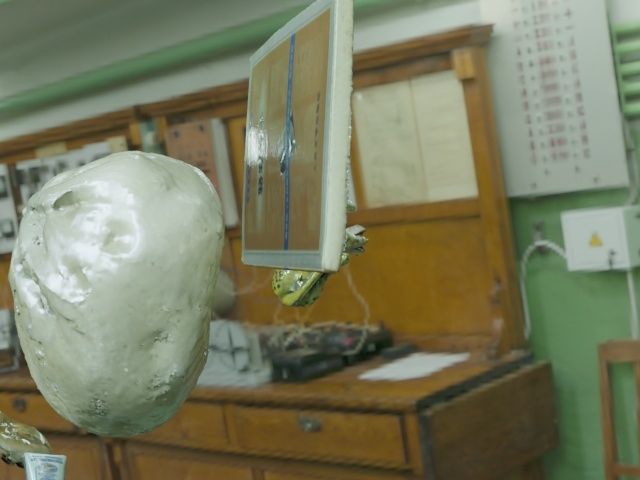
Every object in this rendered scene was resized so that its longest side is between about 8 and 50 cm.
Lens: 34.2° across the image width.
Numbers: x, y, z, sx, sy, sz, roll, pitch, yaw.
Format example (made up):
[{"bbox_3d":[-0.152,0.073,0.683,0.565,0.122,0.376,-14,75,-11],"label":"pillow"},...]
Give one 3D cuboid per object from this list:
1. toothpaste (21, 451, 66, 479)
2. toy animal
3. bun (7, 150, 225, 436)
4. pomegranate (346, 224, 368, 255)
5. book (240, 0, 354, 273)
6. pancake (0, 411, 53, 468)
[{"bbox_3d":[-0.360,0.352,1.369,0.062,0.039,0.239,7,24,-19],"label":"toothpaste"},{"bbox_3d":[-0.015,0.026,1.088,0.073,0.136,0.181,22,20,-15],"label":"toy animal"},{"bbox_3d":[-0.240,0.061,1.204,0.235,0.326,0.362,7,-19,-16],"label":"bun"},{"bbox_3d":[0.000,0.000,1.533,0.142,0.114,0.114,-2,3,-15],"label":"pomegranate"},{"bbox_3d":[-0.021,-0.064,0.711,0.018,0.170,0.242,3,-2,-15],"label":"book"},{"bbox_3d":[-0.530,0.281,1.592,0.282,0.049,0.282,25,-6,3],"label":"pancake"}]
